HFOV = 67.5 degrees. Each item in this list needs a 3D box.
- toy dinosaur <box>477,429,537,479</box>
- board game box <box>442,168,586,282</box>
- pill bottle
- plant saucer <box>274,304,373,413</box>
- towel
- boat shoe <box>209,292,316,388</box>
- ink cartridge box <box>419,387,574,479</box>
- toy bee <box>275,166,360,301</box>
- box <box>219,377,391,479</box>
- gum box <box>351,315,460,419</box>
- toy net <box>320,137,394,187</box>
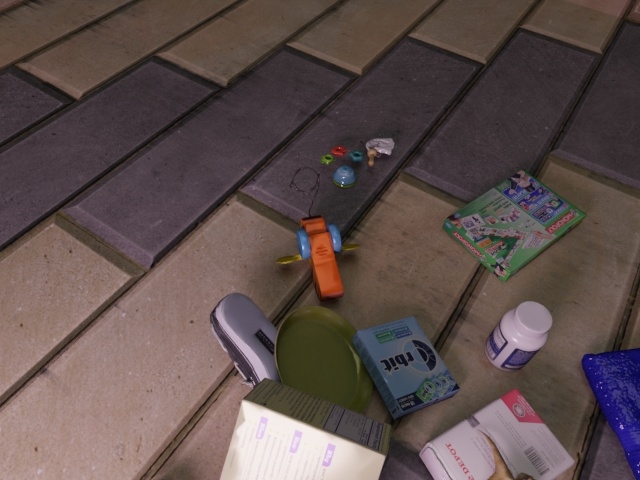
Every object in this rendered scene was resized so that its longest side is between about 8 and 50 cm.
[{"bbox_3d":[0.315,0.405,0.792,0.092,0.053,0.183,4,56,0],"label":"toy dinosaur"},{"bbox_3d":[0.511,-0.051,1.262,0.317,0.046,0.213,-30,60,-23],"label":"board game box"},{"bbox_3d":[0.412,0.197,0.992,0.094,0.169,0.094,1,53,-2],"label":"pill bottle"},{"bbox_3d":[0.004,0.248,0.963,0.241,0.037,0.241,23,46,-26],"label":"plant saucer"},{"bbox_3d":[0.688,0.354,0.944,0.227,0.076,0.308,-6,53,-7],"label":"towel"},{"bbox_3d":[-0.118,0.251,0.968,0.306,0.105,0.113,48,45,0],"label":"boat shoe"},{"bbox_3d":[0.318,0.403,0.882,0.218,0.092,0.158,-22,58,-20],"label":"ink cartridge box"},{"bbox_3d":[0.000,0.000,1.159,0.195,0.162,0.298,10,78,-5],"label":"toy bee"},{"bbox_3d":[-0.030,0.384,0.800,0.243,0.117,0.214,17,95,12],"label":"box"},{"bbox_3d":[0.175,0.256,0.993,0.157,0.041,0.184,-8,52,-30],"label":"gum box"},{"bbox_3d":[0.114,-0.243,1.396,0.232,0.045,0.122,-32,59,-26],"label":"toy net"}]
